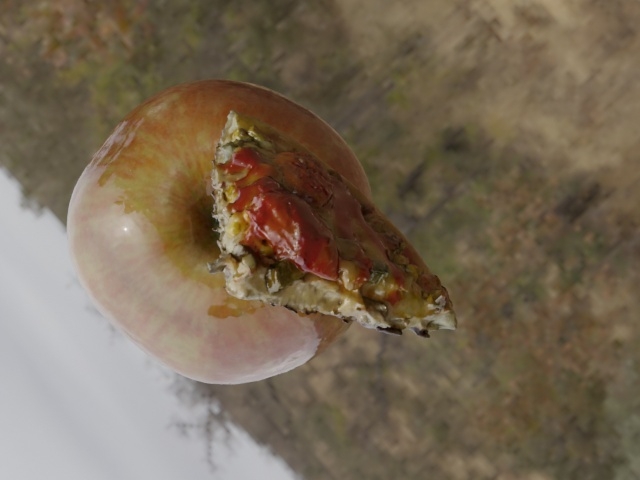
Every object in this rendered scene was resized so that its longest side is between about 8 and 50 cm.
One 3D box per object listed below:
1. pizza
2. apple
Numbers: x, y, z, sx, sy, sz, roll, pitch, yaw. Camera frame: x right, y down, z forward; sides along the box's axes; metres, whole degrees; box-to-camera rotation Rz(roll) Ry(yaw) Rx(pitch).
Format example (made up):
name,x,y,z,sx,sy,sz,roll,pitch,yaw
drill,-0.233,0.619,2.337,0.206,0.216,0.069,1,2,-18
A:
name,x,y,z,sx,sy,sz,roll,pitch,yaw
pizza,0.009,-0.001,0.519,0.099,0.029,0.100,29,-150,-18
apple,-0.046,-0.004,0.725,0.146,0.146,0.131,49,179,-1
